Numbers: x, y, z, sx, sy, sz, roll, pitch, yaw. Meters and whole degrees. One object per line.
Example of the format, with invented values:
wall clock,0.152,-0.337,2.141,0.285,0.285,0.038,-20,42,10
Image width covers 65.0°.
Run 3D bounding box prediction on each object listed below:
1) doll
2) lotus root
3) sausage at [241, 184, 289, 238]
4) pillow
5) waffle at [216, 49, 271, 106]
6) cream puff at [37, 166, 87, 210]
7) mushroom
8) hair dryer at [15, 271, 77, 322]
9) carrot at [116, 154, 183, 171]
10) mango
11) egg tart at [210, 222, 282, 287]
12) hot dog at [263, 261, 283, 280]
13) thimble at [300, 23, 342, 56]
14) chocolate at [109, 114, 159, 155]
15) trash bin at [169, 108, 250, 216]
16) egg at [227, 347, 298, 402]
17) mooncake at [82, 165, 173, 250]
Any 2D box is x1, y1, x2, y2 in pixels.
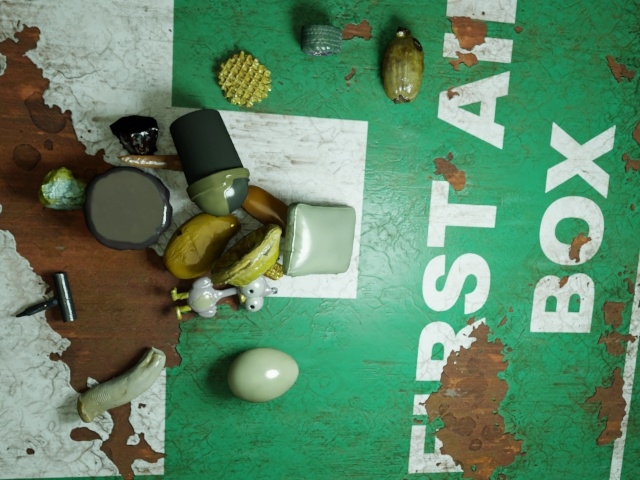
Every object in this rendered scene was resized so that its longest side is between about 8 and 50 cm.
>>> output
doll,-0.332,0.191,1.771,0.365,0.094,0.160,-6,112,-5
lotus root,0.285,-0.608,1.744,0.145,0.128,0.260,-1,96,2
sausage,-0.162,-0.092,1.759,0.274,0.105,0.105,34,91,-11
pillow,0.000,0.000,1.726,0.322,0.120,0.255,2,97,-48
waffle,-0.260,-0.547,1.717,0.191,0.038,0.191,-1,97,-8
cream puff,-0.839,-0.167,1.642,0.156,0.121,0.156,-5,100,-31
mushroom,-0.694,0.509,1.766,0.351,0.095,0.123,-34,83,-4
hair dryer,-0.947,0.204,1.715,0.195,0.050,0.173,-9,96,-4
carrot,-0.552,-0.258,1.650,0.224,0.057,0.057,-3,99,-40
mango,-0.410,0.007,1.728,0.295,0.120,0.177,-44,97,-6
egg tart,-0.228,0.061,1.645,0.290,0.290,0.115,-39,106,-2
hot dog,-0.205,0.087,1.803,0.165,0.045,0.071,31,90,-9
thimble,0.000,-0.676,1.699,0.135,0.118,0.090,-3,103,-24
chocolate,-0.605,-0.324,1.666,0.156,0.156,0.133,-5,126,-8
trash bin,-0.351,-0.239,1.644,0.214,0.214,0.334,-20,85,-5
egg,-0.202,0.474,1.781,0.254,0.188,0.188,-5,98,-13
mooncake,-0.633,-0.108,1.666,0.283,0.141,0.283,-2,99,-13
